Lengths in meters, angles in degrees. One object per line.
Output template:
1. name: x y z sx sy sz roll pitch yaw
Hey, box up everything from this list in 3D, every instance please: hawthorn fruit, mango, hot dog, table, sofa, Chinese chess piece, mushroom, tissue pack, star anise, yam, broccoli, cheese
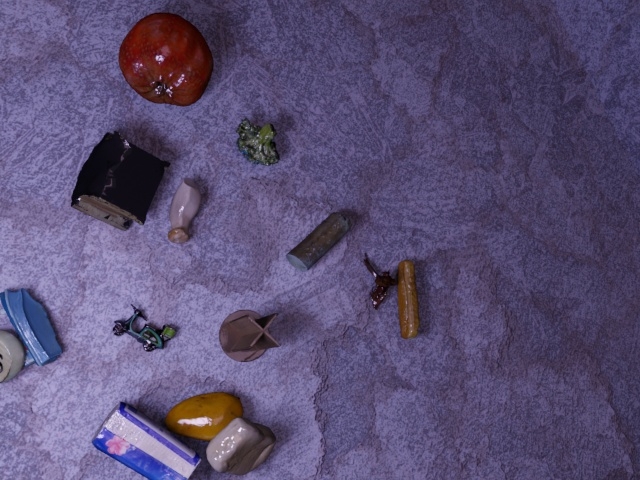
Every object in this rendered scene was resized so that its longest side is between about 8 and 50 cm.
1. hawthorn fruit: -0.483 -0.597 1.816 0.287 0.287 0.330 13 59 -19
2. mango: -0.340 0.520 1.676 0.227 0.109 0.147 -6 49 -19
3. hot dog: 0.316 0.210 2.042 0.061 0.088 0.285 5 79 -27
4. table: -0.203 0.282 1.732 0.167 0.227 0.167 5 75 -21
5. sofa: -0.610 -0.177 1.731 0.200 0.182 0.258 29 68 -33
6. Chinese chess piece: -0.860 0.308 1.512 0.144 0.058 0.144 2 99 13
7. mushroom: -0.429 -0.095 1.797 0.088 0.097 0.212 20 71 -28
8. tissue pack: -0.481 0.567 1.563 0.270 0.209 0.137 39 66 -10
9. star anise: 0.189 0.135 2.017 0.144 0.158 0.140 23 55 19
10. yam: 0.000 0.000 1.957 0.259 0.093 0.093 -44 96 -25
11. broccoli: -0.201 -0.334 1.915 0.155 0.160 0.167 2 64 -50
12. cheese: -0.223 0.594 1.650 0.159 0.263 0.093 -44 60 -8

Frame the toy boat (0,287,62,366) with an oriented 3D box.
1. toy boat: -0.814 0.240 1.571 0.098 0.109 0.237 -27 89 9

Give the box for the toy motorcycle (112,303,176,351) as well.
1. toy motorcycle: -0.529 0.267 1.698 0.173 0.058 0.100 31 61 -15
